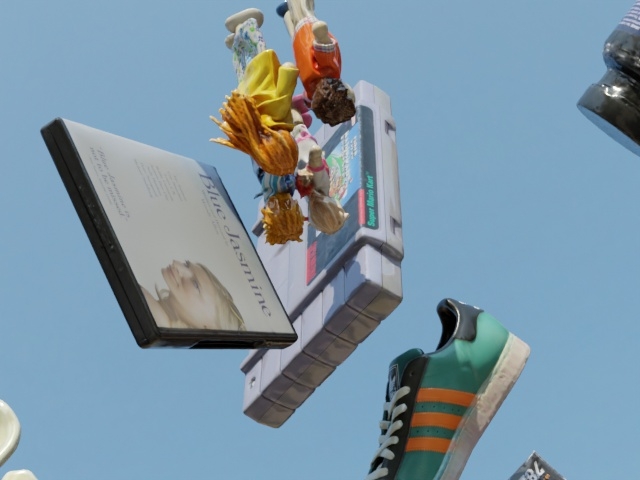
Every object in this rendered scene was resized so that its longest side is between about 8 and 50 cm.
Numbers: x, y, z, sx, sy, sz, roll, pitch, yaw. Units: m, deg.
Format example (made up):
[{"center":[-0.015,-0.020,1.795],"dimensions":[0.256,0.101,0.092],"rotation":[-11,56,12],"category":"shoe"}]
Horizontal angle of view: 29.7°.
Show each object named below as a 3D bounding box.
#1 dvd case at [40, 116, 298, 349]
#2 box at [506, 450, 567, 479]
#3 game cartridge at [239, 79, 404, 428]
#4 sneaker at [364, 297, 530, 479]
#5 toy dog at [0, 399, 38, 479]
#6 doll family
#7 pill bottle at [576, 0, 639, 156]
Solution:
[{"center":[-0.109,0.003,0.950],"dimensions":[0.022,0.180,0.253],"rotation":[-32,-15,16],"category":"dvd case"},{"center":[0.142,0.416,1.419],"dimensions":[0.293,0.073,0.296],"rotation":[-35,-19,-34],"category":"box"},{"center":[0.000,0.000,1.293],"dimensions":[0.068,0.355,0.230],"rotation":[24,-55,-18],"category":"game cartridge"},{"center":[0.102,0.193,1.281],"dimensions":[0.121,0.302,0.108],"rotation":[38,-29,-2],"category":"sneaker"},{"center":[-0.474,0.365,1.327],"dimensions":[0.284,0.395,0.408],"rotation":[15,-39,12],"category":"toy dog"},{"center":[-0.039,-0.088,1.043],"dimensions":[0.118,0.163,0.263],"rotation":[-11,-30,-8],"category":"doll family"},{"center":[0.337,-0.184,1.100],"dimensions":[0.122,0.123,0.219],"rotation":[34,-83,-30],"category":"pill bottle"}]
